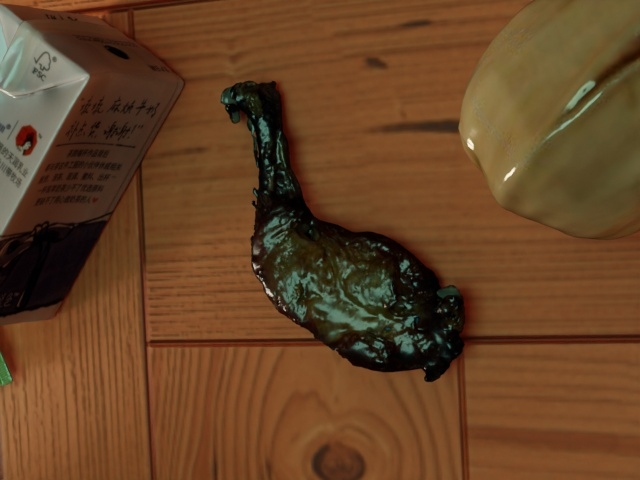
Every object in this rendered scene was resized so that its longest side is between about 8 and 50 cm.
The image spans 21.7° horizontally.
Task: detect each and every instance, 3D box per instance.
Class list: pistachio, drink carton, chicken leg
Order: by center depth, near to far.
[{"bbox_3d":[0.190,-0.102,0.992,0.229,0.157,0.157,-43,73,9],"label":"pistachio"},{"bbox_3d":[0.000,0.000,1.147,0.106,0.051,0.253,-44,72,15],"label":"chicken leg"},{"bbox_3d":[-0.211,-0.052,1.203,0.102,0.134,0.222,39,108,21],"label":"drink carton"}]

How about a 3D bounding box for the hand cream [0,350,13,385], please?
[{"bbox_3d":[-0.326,0.101,1.316,0.175,0.046,0.095,-27,77,23],"label":"hand cream"}]
